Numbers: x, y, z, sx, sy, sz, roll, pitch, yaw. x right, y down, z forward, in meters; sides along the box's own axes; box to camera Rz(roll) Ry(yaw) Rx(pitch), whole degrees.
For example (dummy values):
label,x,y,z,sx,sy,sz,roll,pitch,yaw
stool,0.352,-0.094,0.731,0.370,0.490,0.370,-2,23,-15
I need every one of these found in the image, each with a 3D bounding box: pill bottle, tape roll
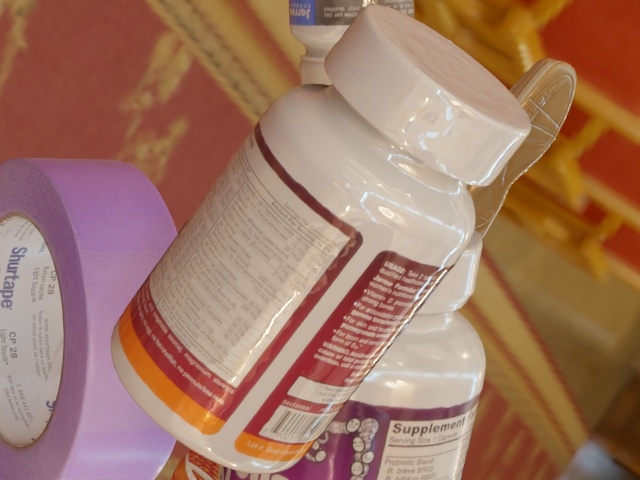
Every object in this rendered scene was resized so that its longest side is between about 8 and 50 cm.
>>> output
label,x,y,z,sx,sy,sz,roll,pitch,yaw
pill bottle,0.020,0.126,1.198,0.169,0.169,0.301,-22,127,-61
pill bottle,0.000,0.000,0.862,0.221,0.121,0.121,-53,165,19
pill bottle,0.018,-0.159,1.052,0.078,0.078,0.137,-20,111,-63
tape roll,-0.204,0.071,1.382,0.090,0.275,0.275,1,127,-33

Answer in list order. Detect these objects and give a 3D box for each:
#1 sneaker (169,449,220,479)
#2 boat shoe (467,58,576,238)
label,x,y,z,sx,sy,sz,roll,pitch,yaw
sneaker,-0.091,0.279,1.635,0.064,0.175,0.067,2,135,-34
boat shoe,0.122,-0.069,1.281,0.063,0.059,0.170,26,103,-50
